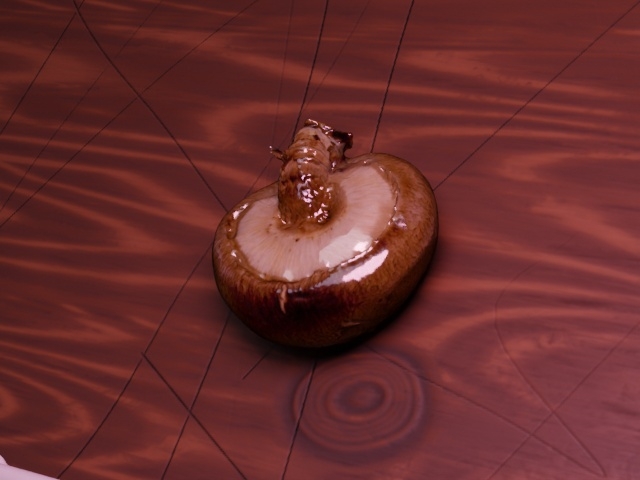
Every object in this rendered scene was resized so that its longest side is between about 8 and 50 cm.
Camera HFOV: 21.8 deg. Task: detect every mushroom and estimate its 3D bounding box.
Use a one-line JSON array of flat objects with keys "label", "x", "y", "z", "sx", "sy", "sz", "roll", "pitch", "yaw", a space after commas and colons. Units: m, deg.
[{"label": "mushroom", "x": 0.006, "y": 0.001, "z": 2.020, "sx": 0.297, "sy": 0.163, "sz": 0.278, "roll": -9, "pitch": 62, "yaw": 23}]

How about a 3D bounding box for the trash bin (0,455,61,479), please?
[{"label": "trash bin", "x": -0.288, "y": 0.378, "z": 1.775, "sx": 0.367, "sy": 0.296, "sz": 0.256, "roll": -2, "pitch": 54, "yaw": 45}]
